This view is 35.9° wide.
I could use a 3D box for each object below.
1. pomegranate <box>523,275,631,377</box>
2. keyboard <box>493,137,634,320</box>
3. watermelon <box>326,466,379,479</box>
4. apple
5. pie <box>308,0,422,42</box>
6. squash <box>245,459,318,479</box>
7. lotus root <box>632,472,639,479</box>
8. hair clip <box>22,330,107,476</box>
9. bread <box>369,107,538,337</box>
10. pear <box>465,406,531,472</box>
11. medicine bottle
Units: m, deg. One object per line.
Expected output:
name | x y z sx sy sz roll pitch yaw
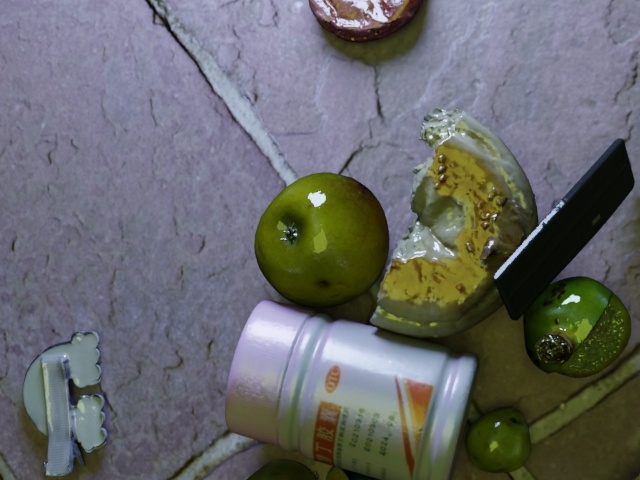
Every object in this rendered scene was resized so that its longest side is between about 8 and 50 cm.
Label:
pomegranate | 0.329 0.115 1.329 0.122 0.169 0.143 57 130 32
keyboard | 0.367 -0.050 1.321 0.381 0.103 0.041 -41 41 -12
watermelon | 0.028 0.377 1.422 0.075 0.092 0.181 28 130 19
apple | 0.000 0.000 1.396 0.196 0.157 0.196 -7 78 32
pie | 0.067 -0.378 1.444 0.182 0.049 0.182 -1 84 13
squash | -0.079 0.392 1.407 0.123 0.186 0.123 1 94 18
lotus root | 0.456 0.406 1.303 0.169 0.151 0.343 25 91 -3
hair clip | -0.405 0.255 1.547 0.140 0.054 0.220 -7 86 17
bread | 0.199 -0.012 1.350 0.192 0.171 0.314 14 91 8
pear | 0.249 0.278 1.381 0.092 0.092 0.097 19 94 12
medicine bottle | 0.046 0.215 1.368 0.316 0.202 0.202 14 93 13
